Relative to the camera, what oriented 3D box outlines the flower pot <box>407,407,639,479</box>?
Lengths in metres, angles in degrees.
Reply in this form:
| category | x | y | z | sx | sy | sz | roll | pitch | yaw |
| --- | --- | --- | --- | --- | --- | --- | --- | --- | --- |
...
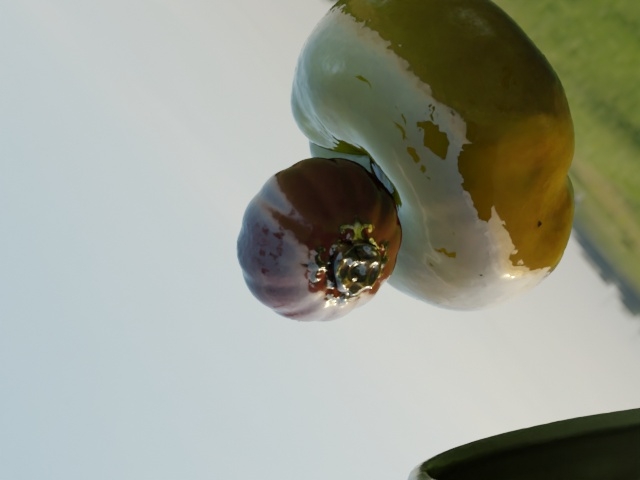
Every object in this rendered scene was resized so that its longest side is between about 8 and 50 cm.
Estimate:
| category | x | y | z | sx | sy | sz | roll | pitch | yaw |
| --- | --- | --- | --- | --- | --- | --- | --- | --- | --- |
| flower pot | 0.198 | 0.213 | 0.909 | 0.307 | 0.308 | 0.244 | -14 | -86 | -83 |

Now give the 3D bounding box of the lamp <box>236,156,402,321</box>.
| category | x | y | z | sx | sy | sz | roll | pitch | yaw |
| --- | --- | --- | --- | --- | --- | --- | --- | --- | --- |
| lamp | 0.000 | 0.000 | 1.061 | 0.101 | 0.101 | 0.090 | 43 | 178 | -44 |

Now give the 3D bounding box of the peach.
| category | x | y | z | sx | sy | sz | roll | pitch | yaw |
| --- | --- | --- | --- | --- | --- | --- | --- | --- | --- |
| peach | 0.078 | -0.070 | 1.311 | 0.251 | 0.153 | 0.251 | 53 | 157 | 35 |
